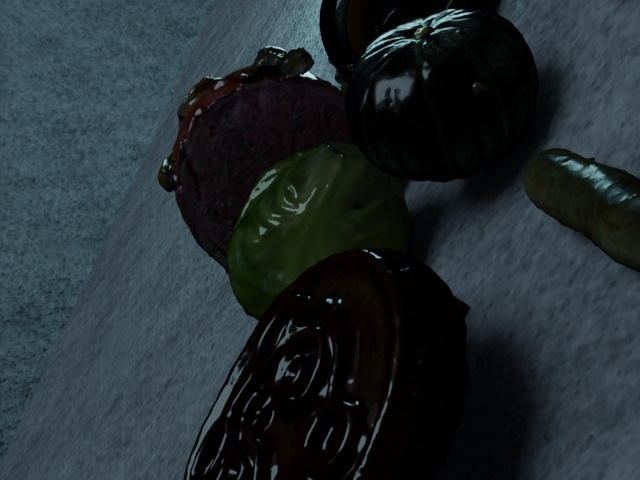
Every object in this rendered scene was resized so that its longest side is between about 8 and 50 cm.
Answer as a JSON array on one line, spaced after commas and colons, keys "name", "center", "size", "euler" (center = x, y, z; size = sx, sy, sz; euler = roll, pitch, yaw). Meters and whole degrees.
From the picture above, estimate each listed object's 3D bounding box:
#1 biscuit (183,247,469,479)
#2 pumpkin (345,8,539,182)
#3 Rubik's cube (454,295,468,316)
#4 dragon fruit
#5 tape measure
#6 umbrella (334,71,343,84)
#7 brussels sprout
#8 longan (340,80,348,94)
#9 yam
[{"name": "biscuit", "center": [-0.018, 0.188, 1.292], "size": [0.407, 0.091, 0.407], "euler": [-46, 25, 30]}, {"name": "pumpkin", "center": [0.133, -0.162, 1.539], "size": [0.220, 0.162, 0.220], "euler": [-14, 28, 8]}, {"name": "Rubik's cube", "center": [0.082, 0.085, 1.454], "size": [0.092, 0.092, 0.092], "euler": [-64, 18, -10]}, {"name": "dragon fruit", "center": [-0.074, -0.100, 1.863], "size": [0.314, 0.296, 0.263], "euler": [-49, 16, 7]}, {"name": "tape measure", "center": [0.107, -0.294, 1.815], "size": [0.223, 0.202, 0.135], "euler": [-56, 14, -3]}, {"name": "umbrella", "center": [0.068, -0.338, 2.228], "size": [0.066, 0.059, 0.236], "euler": [105, -178, -58]}, {"name": "brussels sprout", "center": [0.000, 0.000, 1.646], "size": [0.244, 0.244, 0.244], "euler": [-51, 20, 26]}, {"name": "longan", "center": [0.075, -0.208, 1.946], "size": [0.113, 0.092, 0.113], "euler": [-167, 90, -89]}, {"name": "yam", "center": [0.253, -0.026, 1.209], "size": [0.317, 0.067, 0.071], "euler": [-134, 45, -71]}]
